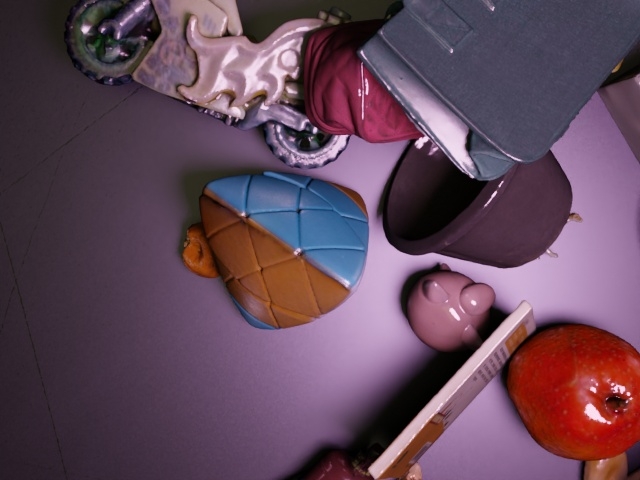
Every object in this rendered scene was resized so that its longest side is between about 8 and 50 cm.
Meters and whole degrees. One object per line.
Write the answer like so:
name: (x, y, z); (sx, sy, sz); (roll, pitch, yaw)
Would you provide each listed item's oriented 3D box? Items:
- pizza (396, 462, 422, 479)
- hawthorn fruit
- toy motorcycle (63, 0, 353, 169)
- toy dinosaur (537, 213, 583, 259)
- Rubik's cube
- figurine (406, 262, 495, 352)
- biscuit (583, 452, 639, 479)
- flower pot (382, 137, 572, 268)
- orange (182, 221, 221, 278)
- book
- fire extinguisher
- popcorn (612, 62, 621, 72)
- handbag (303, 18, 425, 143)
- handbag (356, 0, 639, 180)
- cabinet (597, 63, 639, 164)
pizza: (0.113, 0.425, 1.244); (0.188, 0.062, 0.199); (18, 92, -4)
hawthorn fruit: (0.367, 0.208, 1.146); (0.197, 0.225, 0.196); (0, 88, -6)
toy motorcycle: (-0.126, -0.263, 1.143); (0.410, 0.169, 0.237); (24, 101, -9)
toy dinosaur: (0.297, 0.008, 1.228); (0.180, 0.037, 0.058); (-13, 71, -6)
Rubik's cube: (0.000, 0.000, 1.130); (0.254, 0.254, 0.254); (0, 94, 0)
figurine: (0.182, 0.097, 1.183); (0.125, 0.138, 0.125); (0, 89, -3)
biscuit: (0.418, 0.404, 1.250); (0.164, 0.047, 0.208); (31, 92, -6)
flower pot: (0.225, -0.065, 1.138); (0.166, 0.269, 0.269); (32, 94, -26)
orange: (-0.155, 0.012, 1.210); (0.086, 0.062, 0.086); (13, 110, 38)
book: (0.189, 0.212, 1.153); (0.020, 0.208, 0.295); (43, 89, 22)
fire extinguisher: (-0.026, 0.402, 1.203); (0.105, 0.141, 0.341); (43, 95, 1)
popcorn: (0.317, -0.261, 1.141); (0.195, 0.173, 0.168); (-47, 133, -8)
handbag: (0.093, -0.204, 1.071); (0.225, 0.135, 0.146); (-15, 112, -33)
handbag: (0.221, -0.244, 0.982); (0.238, 0.089, 0.326); (45, 67, -3)
cabinet: (0.526, -0.207, 1.155); (0.206, 0.150, 0.145); (-31, 93, 1)
